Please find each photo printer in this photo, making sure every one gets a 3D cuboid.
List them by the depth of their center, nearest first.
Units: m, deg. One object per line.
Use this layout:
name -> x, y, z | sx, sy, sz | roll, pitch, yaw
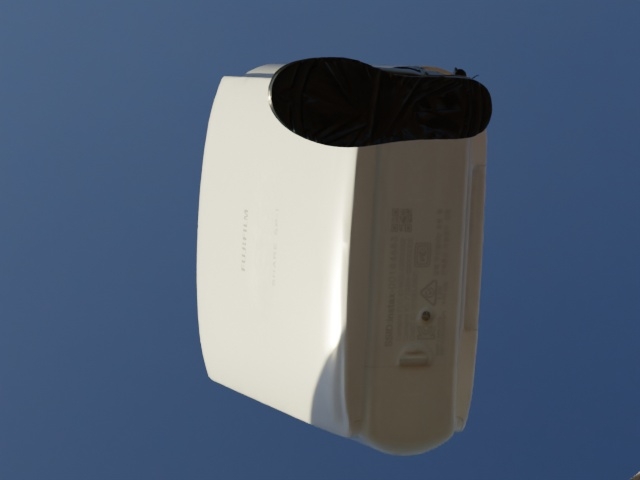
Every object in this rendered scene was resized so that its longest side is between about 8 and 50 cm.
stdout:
photo printer -> 0.000, 0.000, 1.317 | 0.107, 0.256, 0.307 | 1, -174, -25

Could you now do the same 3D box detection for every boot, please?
boot -> 0.026, -0.073, 0.956 | 0.121, 0.045, 0.099 | 2, -172, -11

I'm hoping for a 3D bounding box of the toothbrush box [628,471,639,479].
toothbrush box -> 0.195, 0.285, 1.107 | 0.295, 0.126, 0.216 | -33, -139, -22
